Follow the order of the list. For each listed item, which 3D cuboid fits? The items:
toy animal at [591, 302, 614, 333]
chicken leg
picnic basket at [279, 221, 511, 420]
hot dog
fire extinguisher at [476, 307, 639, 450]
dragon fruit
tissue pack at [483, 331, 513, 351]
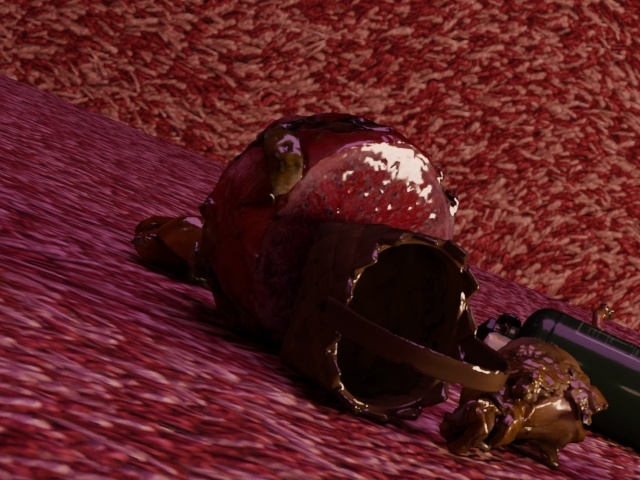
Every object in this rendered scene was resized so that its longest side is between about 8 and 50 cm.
[{"bbox_3d":[0.344,0.163,1.432,0.255,0.114,0.116,21,46,41],"label":"toy animal"},{"bbox_3d":[0.151,0.131,0.995,0.101,0.085,0.207,38,19,17],"label":"chicken leg"},{"bbox_3d":[0.059,0.062,0.920,0.128,0.138,0.178,13,7,-27],"label":"picnic basket"},{"bbox_3d":[-0.083,0.015,1.233,0.235,0.062,0.092,11,-4,-39],"label":"hot dog"},{"bbox_3d":[0.281,0.146,1.280,0.311,0.095,0.114,25,-38,15],"label":"fire extinguisher"},{"bbox_3d":[0.000,0.000,1.076,0.147,0.211,0.282,38,-11,48],"label":"dragon fruit"},{"bbox_3d":[0.180,0.127,1.180,0.083,0.062,0.042,24,9,19],"label":"tissue pack"}]
